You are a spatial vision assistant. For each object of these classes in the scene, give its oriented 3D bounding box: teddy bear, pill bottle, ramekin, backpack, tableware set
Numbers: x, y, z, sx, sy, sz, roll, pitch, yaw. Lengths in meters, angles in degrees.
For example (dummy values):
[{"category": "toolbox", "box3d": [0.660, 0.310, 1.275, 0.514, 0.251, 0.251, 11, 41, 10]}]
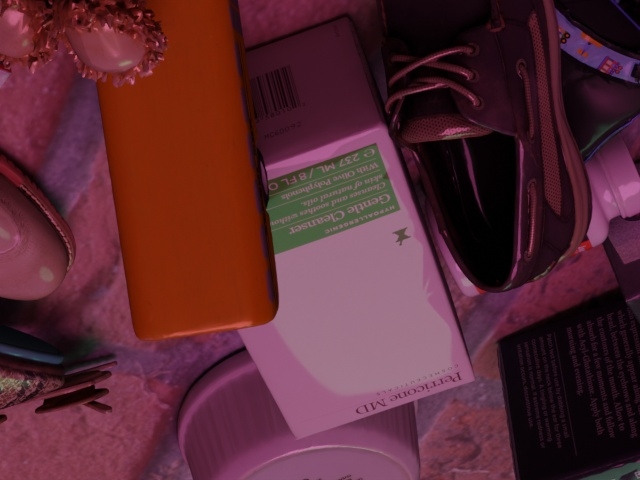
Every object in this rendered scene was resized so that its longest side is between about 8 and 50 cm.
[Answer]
[{"category": "teddy bear", "box3d": [-0.164, -0.270, 1.030, 0.245, 0.338, 0.113, -4, -171, 37]}, {"category": "pill bottle", "box3d": [0.205, -0.030, 1.452, 0.193, 0.108, 0.108, -23, 137, 10]}, {"category": "ramekin", "box3d": [-0.016, 0.233, 1.659, 0.273, 0.127, 0.273, -7, 137, -7]}, {"category": "backpack", "box3d": [0.204, -0.168, 1.296, 0.173, 0.117, 0.158, 43, 128, -3]}, {"category": "tableware set", "box3d": [-0.296, 0.171, 1.524, 0.194, 0.128, 0.039, -16, 93, 4]}]

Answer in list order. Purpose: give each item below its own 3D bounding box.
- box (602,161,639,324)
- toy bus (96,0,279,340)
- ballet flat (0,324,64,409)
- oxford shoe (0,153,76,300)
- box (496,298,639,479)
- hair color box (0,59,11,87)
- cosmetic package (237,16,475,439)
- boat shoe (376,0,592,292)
[{"category": "box", "box3d": [0.403, -0.016, 1.479, 0.247, 0.163, 0.142, -28, 132, 14]}, {"category": "toy bus", "box3d": [-0.106, -0.101, 1.148, 0.108, 0.130, 0.332, -8, 94, 3]}, {"category": "ballet flat", "box3d": [-0.455, 0.082, 1.342, 0.483, 0.164, 0.182, 32, 84, -36]}, {"category": "oxford shoe", "box3d": [-0.367, -0.023, 1.277, 0.140, 0.146, 0.397, -40, 132, 24]}, {"category": "box", "box3d": [0.431, 0.203, 1.639, 0.395, 0.212, 0.293, -20, 133, 18]}, {"category": "hair color box", "box3d": [-0.327, -0.148, 1.232, 0.141, 0.043, 0.072, 22, 127, -31]}, {"category": "cosmetic package", "box3d": [0.000, 0.000, 1.396, 0.197, 0.155, 0.365, -20, 136, 5]}, {"category": "boat shoe", "box3d": [0.120, -0.119, 1.214, 0.132, 0.130, 0.355, -12, 111, 34]}]
